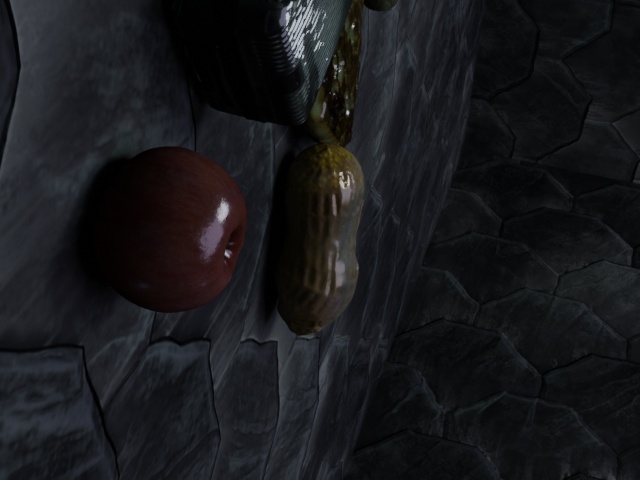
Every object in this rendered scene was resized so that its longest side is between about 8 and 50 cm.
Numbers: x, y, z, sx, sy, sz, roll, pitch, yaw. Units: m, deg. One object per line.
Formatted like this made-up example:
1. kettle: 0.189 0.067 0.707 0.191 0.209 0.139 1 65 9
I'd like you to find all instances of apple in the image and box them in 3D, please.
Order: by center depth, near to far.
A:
1. apple: -0.133 -0.008 0.829 0.153 0.120 0.153 13 90 -78

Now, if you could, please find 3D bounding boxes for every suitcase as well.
1. suitcase: -0.037 -0.289 0.942 0.202 0.128 0.312 75 31 -64

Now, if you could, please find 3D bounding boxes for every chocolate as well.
1. chocolate: 0.000 0.000 1.374 0.134 0.134 0.309 -46 147 -66

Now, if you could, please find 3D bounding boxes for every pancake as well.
1. pancake: 0.006 -0.309 1.296 0.427 0.067 0.305 57 40 -71

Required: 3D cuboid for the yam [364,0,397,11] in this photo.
1. yam: 0.090 -0.454 1.459 0.169 0.068 0.068 79 27 -57
